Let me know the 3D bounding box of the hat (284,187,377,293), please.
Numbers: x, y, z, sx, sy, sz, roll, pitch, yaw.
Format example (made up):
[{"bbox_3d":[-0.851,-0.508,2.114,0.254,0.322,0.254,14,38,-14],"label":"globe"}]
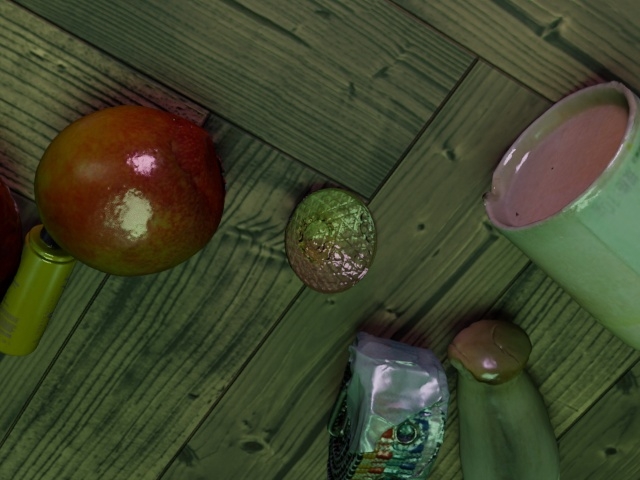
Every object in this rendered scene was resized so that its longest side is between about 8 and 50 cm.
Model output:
[{"bbox_3d":[0.000,0.000,1.437,0.146,0.067,0.146,-1,92,-30],"label":"hat"}]

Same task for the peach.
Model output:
[{"bbox_3d":[-0.233,-0.063,1.301,0.231,0.231,0.231,0,122,0],"label":"peach"}]

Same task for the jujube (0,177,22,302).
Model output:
[{"bbox_3d":[-0.493,0.010,1.359,0.197,0.197,0.290,11,131,-7],"label":"jujube"}]

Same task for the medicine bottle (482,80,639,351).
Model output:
[{"bbox_3d":[0.430,0.013,1.336,0.406,0.236,0.235,39,115,-22],"label":"medicine bottle"}]

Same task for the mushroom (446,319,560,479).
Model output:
[{"bbox_3d":[0.282,0.293,1.578,0.154,0.137,0.407,0,130,15],"label":"mushroom"}]

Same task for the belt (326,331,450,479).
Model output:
[{"bbox_3d":[0.092,0.262,1.514,0.150,0.207,0.258,10,129,-9],"label":"belt"}]

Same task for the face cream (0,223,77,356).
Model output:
[{"bbox_3d":[-0.388,0.041,1.450,0.078,0.078,0.273,24,119,-14],"label":"face cream"}]
